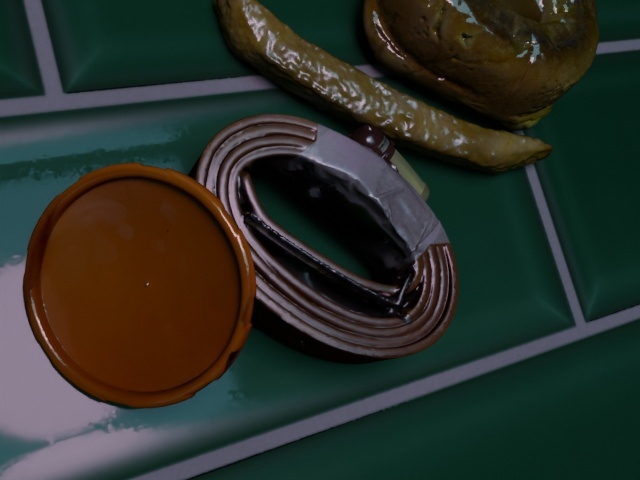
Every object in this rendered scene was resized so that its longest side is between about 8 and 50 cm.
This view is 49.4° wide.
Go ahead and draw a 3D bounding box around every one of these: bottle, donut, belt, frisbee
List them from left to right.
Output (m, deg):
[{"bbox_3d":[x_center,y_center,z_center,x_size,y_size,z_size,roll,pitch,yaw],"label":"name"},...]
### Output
[{"bbox_3d":[-0.141,0.035,0.549,0.191,0.035,0.192,1,95,9],"label":"frisbee"},{"bbox_3d":[0.000,0.000,0.625,0.261,0.105,0.184,31,69,-11],"label":"belt"},{"bbox_3d":[0.062,-0.071,0.689,0.101,0.063,0.047,48,60,-25],"label":"bottle"},{"bbox_3d":[0.177,-0.251,0.753,0.261,0.128,0.209,20,69,-20],"label":"donut"}]

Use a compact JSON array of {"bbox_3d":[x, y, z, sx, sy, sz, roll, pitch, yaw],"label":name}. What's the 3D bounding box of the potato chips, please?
[{"bbox_3d":[0.074,-0.140,0.717,0.406,0.057,0.080,21,74,-18],"label":"potato chips"}]
